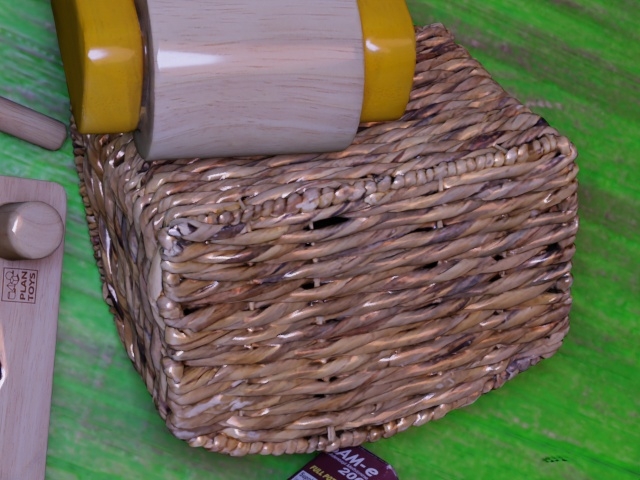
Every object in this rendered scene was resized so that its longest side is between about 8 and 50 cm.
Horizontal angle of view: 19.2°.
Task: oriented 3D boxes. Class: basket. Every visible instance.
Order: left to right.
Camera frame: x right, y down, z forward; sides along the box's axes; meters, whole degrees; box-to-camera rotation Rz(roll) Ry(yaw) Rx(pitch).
[{"bbox_3d":[0.000,0.000,1.297,0.299,0.223,0.213,-14,123,-18],"label":"basket"}]

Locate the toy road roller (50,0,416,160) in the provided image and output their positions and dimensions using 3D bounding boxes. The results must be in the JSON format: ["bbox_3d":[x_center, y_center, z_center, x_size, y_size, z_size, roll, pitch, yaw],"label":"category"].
[{"bbox_3d":[-0.062,-0.230,1.170,0.202,0.240,0.329,-4,50,-15],"label":"toy road roller"}]

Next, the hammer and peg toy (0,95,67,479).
[{"bbox_3d":[-0.275,0.022,1.167,0.266,0.127,0.361,7,85,-28],"label":"hammer and peg toy"}]

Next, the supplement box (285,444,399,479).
[{"bbox_3d":[-0.033,0.257,1.258,0.239,0.073,0.130,-37,119,-16],"label":"supplement box"}]
